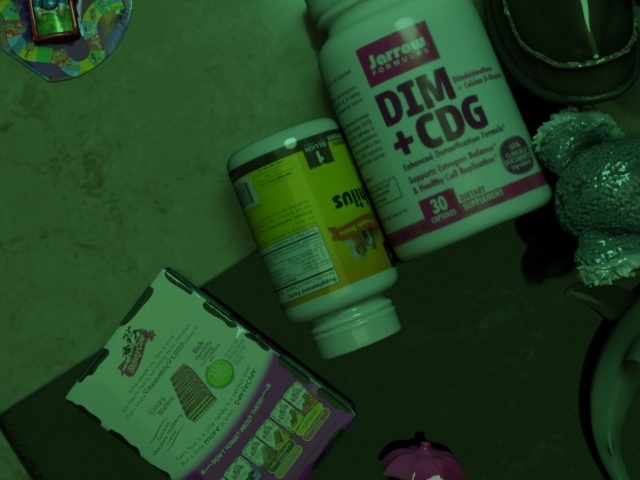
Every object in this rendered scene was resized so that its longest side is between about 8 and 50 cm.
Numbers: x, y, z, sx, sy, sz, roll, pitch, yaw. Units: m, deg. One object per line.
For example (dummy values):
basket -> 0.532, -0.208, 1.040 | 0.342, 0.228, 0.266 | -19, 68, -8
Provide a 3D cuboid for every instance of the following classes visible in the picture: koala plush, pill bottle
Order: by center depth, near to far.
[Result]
koala plush -> 0.309, -0.049, 1.324 | 0.221, 0.203, 0.196 | -6, 68, -11
pill bottle -> 0.094, -0.137, 1.381 | 0.160, 0.160, 0.283 | -23, 88, 0
pill bottle -> 0.000, 0.000, 1.400 | 0.117, 0.117, 0.215 | -22, 89, 0

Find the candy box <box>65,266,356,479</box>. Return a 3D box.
candy box -> -0.104, 0.157, 1.421 | 0.233, 0.071, 0.159 | 38, 90, 0

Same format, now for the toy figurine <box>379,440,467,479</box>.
toy figurine -> 0.101, 0.277, 1.415 | 0.173, 0.130, 0.159 | -34, 74, 24

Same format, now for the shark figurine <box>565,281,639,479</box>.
shark figurine -> 0.302, 0.139, 1.401 | 0.166, 0.116, 0.278 | 15, 87, 2

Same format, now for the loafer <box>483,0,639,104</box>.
loafer -> 0.203, -0.293, 1.343 | 0.134, 0.130, 0.366 | -12, 65, 1

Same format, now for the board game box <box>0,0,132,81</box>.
board game box -> -0.272, -0.240, 1.449 | 0.169, 0.033, 0.133 | 35, 89, 1
